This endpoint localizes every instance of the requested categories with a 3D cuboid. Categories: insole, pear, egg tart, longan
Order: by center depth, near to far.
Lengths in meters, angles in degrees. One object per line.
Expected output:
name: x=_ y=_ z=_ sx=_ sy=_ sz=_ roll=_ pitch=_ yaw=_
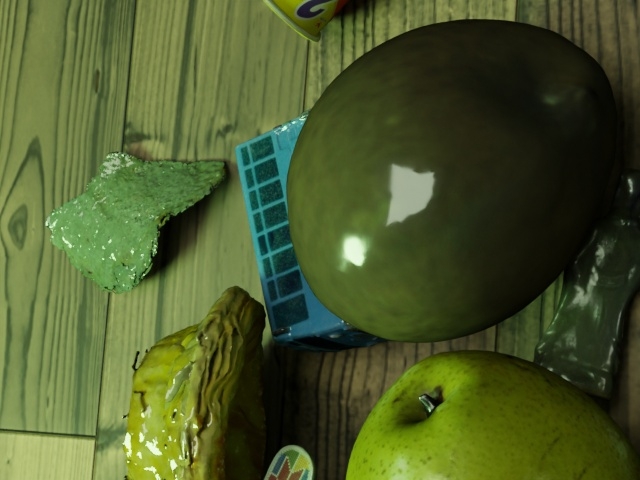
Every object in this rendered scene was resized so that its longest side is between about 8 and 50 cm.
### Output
pear: x=0.150 y=0.237 z=1.469 sx=0.294 sy=0.294 sz=0.294 roll=-6 pitch=78 yaw=32
longan: x=0.119 y=-0.063 z=1.528 sx=0.288 sy=0.288 sz=0.350 roll=18 pitch=50 yaw=34
insole: x=-0.058 y=0.279 z=1.562 sx=0.065 sy=0.006 sz=0.193 roll=30 pitch=96 yaw=36
egg tart: x=-0.123 y=0.183 z=1.662 sx=0.116 sy=0.295 sz=0.295 roll=2 pitch=82 yaw=8

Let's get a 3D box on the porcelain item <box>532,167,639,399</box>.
porcelain item: x=0.259 y=0.036 z=1.562 sx=0.081 sy=0.069 sz=0.216 roll=16 pitch=87 yaw=11

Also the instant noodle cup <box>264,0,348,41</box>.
instant noodle cup: x=-0.007 y=-0.338 z=1.735 sx=0.174 sy=0.213 sz=0.213 roll=-40 pitch=62 yaw=12

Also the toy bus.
toy bus: x=0.000 y=0.000 z=1.714 sx=0.133 sy=0.116 sz=0.234 roll=-21 pitch=70 yaw=27

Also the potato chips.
potato chips: x=-0.206 y=-0.031 z=1.890 sx=0.228 sy=0.059 sz=0.167 roll=-45 pitch=51 yaw=18
